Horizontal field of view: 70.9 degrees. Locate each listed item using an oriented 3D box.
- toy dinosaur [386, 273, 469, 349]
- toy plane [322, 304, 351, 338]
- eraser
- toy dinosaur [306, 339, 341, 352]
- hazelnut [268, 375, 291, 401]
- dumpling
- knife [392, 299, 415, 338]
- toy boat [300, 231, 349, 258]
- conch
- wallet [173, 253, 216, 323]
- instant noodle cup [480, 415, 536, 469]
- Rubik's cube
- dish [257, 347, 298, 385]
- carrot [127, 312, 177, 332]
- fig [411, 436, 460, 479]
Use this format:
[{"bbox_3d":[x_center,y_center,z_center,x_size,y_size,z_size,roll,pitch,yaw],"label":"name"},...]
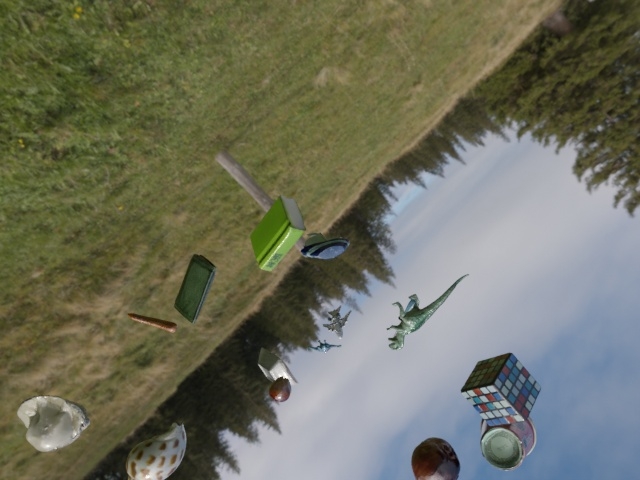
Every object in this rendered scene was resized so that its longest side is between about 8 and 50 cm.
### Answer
[{"bbox_3d":[0.330,0.221,1.548,0.383,0.129,0.076,-54,168,22],"label":"toy dinosaur"},{"bbox_3d":[0.078,0.387,2.115,0.162,0.065,0.171,-31,-147,18],"label":"toy plane"},{"bbox_3d":[-0.190,-0.031,1.966,0.092,0.210,0.274,16,129,-39],"label":"eraser"},{"bbox_3d":[0.012,0.537,2.267,0.197,0.080,0.045,-13,-134,23],"label":"toy dinosaur"},{"bbox_3d":[-0.133,0.499,1.510,0.086,0.086,0.086,-44,177,-3],"label":"hazelnut"},{"bbox_3d":[-0.734,0.489,1.217,0.247,0.172,0.142,-32,-165,27],"label":"dumpling"},{"bbox_3d":[0.373,0.351,1.985,0.058,0.032,0.244,-18,136,-48],"label":"knife"},{"bbox_3d":[0.000,0.000,2.018,0.221,0.067,0.291,-14,-155,-12],"label":"toy boat"},{"bbox_3d":[-0.584,0.774,1.585,0.275,0.148,0.183,-36,153,4],"label":"conch"},{"bbox_3d":[-0.481,0.184,1.737,0.055,0.160,0.236,16,98,-45],"label":"wallet"},{"bbox_3d":[0.761,0.819,1.856,0.244,0.244,0.255,-45,156,17],"label":"instant noodle cup"},{"bbox_3d":[0.680,0.564,1.700,0.187,0.182,0.184,-39,177,-39],"label":"Rubik's cube"},{"bbox_3d":[-0.184,0.547,1.881,0.064,0.154,0.234,-39,-158,-26],"label":"dish"},{"bbox_3d":[-0.628,0.305,1.678,0.037,0.190,0.037,-164,-90,-86],"label":"carrot"},{"bbox_3d":[0.434,0.911,1.769,0.204,0.186,0.249,-14,128,-68],"label":"fig"}]
